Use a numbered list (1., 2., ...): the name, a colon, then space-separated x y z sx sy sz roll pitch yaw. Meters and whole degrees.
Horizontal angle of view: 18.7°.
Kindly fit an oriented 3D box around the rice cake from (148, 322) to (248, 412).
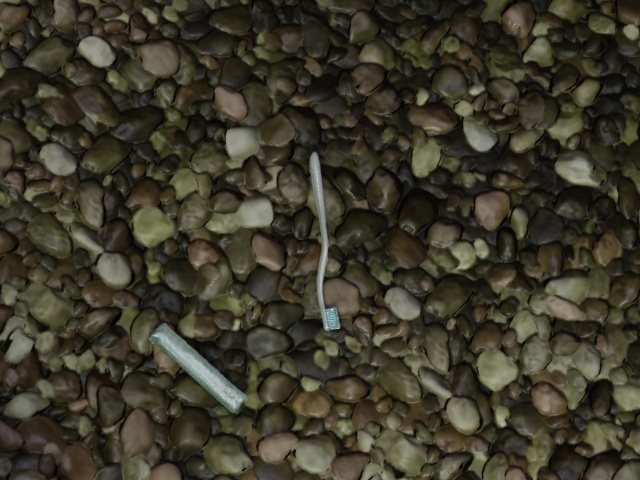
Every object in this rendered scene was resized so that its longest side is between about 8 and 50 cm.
1. rice cake: -0.127 0.132 2.016 0.121 0.021 0.022 41 62 2

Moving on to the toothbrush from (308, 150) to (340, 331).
1. toothbrush: 0.000 0.000 2.094 0.022 0.017 0.204 -5 72 -3
